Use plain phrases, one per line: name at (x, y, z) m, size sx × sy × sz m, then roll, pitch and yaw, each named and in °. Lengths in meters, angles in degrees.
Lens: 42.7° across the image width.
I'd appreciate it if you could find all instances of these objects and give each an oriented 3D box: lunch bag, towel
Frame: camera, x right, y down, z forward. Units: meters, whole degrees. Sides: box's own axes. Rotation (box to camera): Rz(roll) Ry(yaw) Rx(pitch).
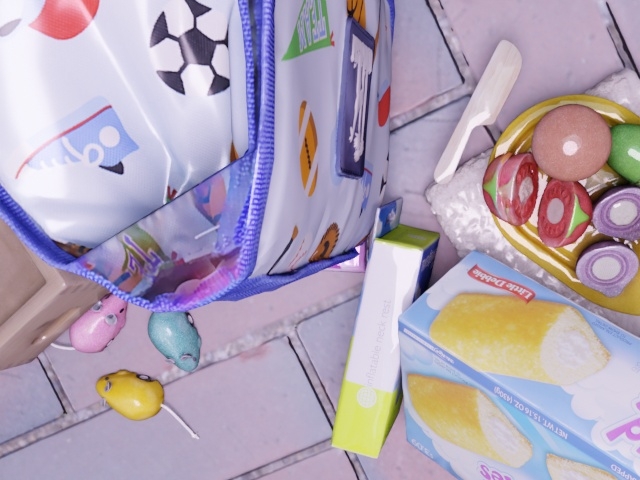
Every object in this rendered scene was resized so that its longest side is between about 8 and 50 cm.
lunch bag at (-0.092, -0.150, 0.500) m, size 0.238 × 0.328 × 0.386 m, roll -28°, pitch 86°, yaw 14°
towel at (0.222, 0.036, 0.628) m, size 0.187 × 0.049 × 0.282 m, roll -30°, pitch 92°, yaw 11°

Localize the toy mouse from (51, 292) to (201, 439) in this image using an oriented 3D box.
toy mouse at (-0.162, 0.085, 0.704) m, size 0.160 × 0.031 × 0.143 m, roll 20°, pitch 101°, yaw 6°

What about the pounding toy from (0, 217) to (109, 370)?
pounding toy at (-0.300, 0.007, 0.690) m, size 0.181 × 0.094 × 0.206 m, roll -40°, pitch 79°, yaw 16°

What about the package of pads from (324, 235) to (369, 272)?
package of pads at (0.000, 0.000, 0.666) m, size 0.083 × 0.032 × 0.050 m, roll 2°, pitch 94°, yaw 8°

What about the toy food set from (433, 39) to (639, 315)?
toy food set at (0.184, -0.035, 0.565) m, size 0.217 × 0.071 × 0.128 m, roll 35°, pitch 101°, yaw 5°

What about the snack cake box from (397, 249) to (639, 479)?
snack cake box at (0.178, 0.137, 0.532) m, size 0.264 × 0.089 × 0.152 m, roll 31°, pitch 145°, yaw 35°

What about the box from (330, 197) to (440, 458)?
box at (0.053, 0.061, 0.627) m, size 0.042 × 0.109 × 0.178 m, roll 14°, pitch 100°, yaw 12°
